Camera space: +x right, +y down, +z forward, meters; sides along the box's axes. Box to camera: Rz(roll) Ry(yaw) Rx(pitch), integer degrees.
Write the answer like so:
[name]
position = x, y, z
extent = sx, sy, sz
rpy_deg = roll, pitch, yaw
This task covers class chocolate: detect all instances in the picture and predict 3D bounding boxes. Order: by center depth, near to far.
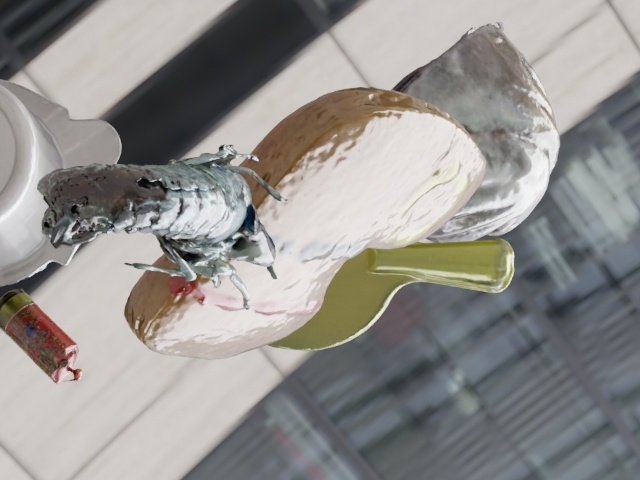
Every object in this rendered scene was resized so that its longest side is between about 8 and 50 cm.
[chocolate]
position = 0.187, -0.106, 2.236
extent = 0.303, 0.213, 0.303
rpy_deg = -40, 169, -9

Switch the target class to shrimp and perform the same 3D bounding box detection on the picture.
[shrimp]
position = -0.065, -0.008, 0.895
extent = 0.076, 0.174, 0.082
rpy_deg = -8, -97, 31

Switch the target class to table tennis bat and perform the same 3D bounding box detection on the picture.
[table tennis bat]
position = 0.047, 0.020, 2.069
extent = 0.368, 0.224, 0.054
rpy_deg = 1, 175, 15

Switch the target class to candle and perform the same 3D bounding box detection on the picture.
[candle]
position = -0.316, 0.114, 1.992
extent = 0.052, 0.052, 0.130
rpy_deg = -43, -109, -9

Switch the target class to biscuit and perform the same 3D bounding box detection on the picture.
[biscuit]
position = 0.001, 0.001, 1.376
extent = 0.277, 0.262, 0.052
rpy_deg = -46, -120, 13

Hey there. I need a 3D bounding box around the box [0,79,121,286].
[box]
position = -0.364, -0.078, 1.916
extent = 0.291, 0.262, 0.206
rpy_deg = -15, 174, -4
